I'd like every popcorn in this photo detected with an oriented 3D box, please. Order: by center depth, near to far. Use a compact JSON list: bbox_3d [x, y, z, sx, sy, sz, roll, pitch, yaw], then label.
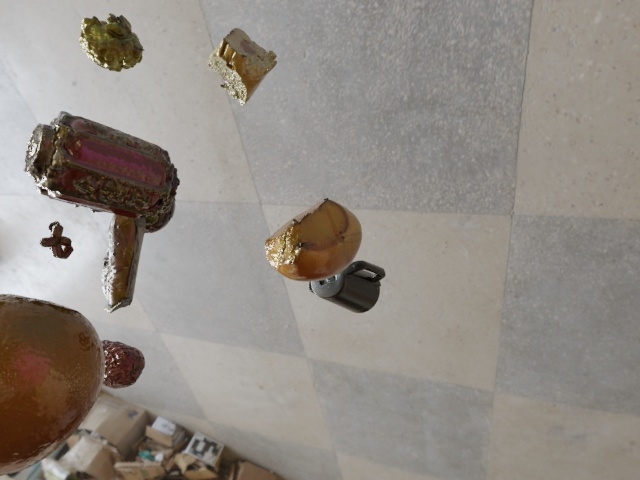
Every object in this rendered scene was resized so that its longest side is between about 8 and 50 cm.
[{"bbox_3d":[-0.751,-0.713,1.558,0.170,0.218,0.189,-20,99,29],"label":"popcorn"}]

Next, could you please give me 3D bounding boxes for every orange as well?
[{"bbox_3d":[-0.364,0.166,0.513,0.206,0.206,0.206,12,132,14],"label":"orange"}]

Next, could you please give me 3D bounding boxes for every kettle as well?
[{"bbox_3d":[0.135,0.201,1.915,0.262,0.203,0.308,3,165,34],"label":"kettle"}]

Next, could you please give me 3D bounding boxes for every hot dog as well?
[{"bbox_3d":[-0.503,0.047,1.092,0.082,0.270,0.163,9,180,-30],"label":"hot dog"}]

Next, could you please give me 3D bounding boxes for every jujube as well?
[{"bbox_3d":[-0.561,0.332,1.172,0.176,0.112,0.109,11,103,25],"label":"jujube"}]

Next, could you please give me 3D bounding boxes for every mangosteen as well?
[{"bbox_3d":[-0.511,-0.100,1.274,0.166,0.166,0.180,44,170,-16],"label":"mangosteen"}]

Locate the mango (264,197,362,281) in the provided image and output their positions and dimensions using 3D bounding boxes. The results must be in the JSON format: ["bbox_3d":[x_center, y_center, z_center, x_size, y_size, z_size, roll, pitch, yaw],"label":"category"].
[{"bbox_3d":[0.000,0.000,0.870,0.126,0.252,0.153,-18,90,40],"label":"mango"}]

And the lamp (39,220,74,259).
[{"bbox_3d":[-0.574,0.006,0.952,0.031,0.063,0.083,10,145,17],"label":"lamp"}]

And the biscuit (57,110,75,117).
[{"bbox_3d":[-0.862,-0.387,1.636,0.049,0.273,0.257,-46,108,1],"label":"biscuit"}]

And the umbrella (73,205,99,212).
[{"bbox_3d":[-0.709,-0.155,1.559,0.337,0.154,0.128,3,109,-18],"label":"umbrella"}]

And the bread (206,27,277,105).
[{"bbox_3d":[-0.244,-0.598,1.411,0.184,0.224,0.211,35,169,-19],"label":"bread"}]

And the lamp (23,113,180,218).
[{"bbox_3d":[-0.432,-0.143,0.879,0.177,0.176,0.274,-27,150,38],"label":"lamp"}]
